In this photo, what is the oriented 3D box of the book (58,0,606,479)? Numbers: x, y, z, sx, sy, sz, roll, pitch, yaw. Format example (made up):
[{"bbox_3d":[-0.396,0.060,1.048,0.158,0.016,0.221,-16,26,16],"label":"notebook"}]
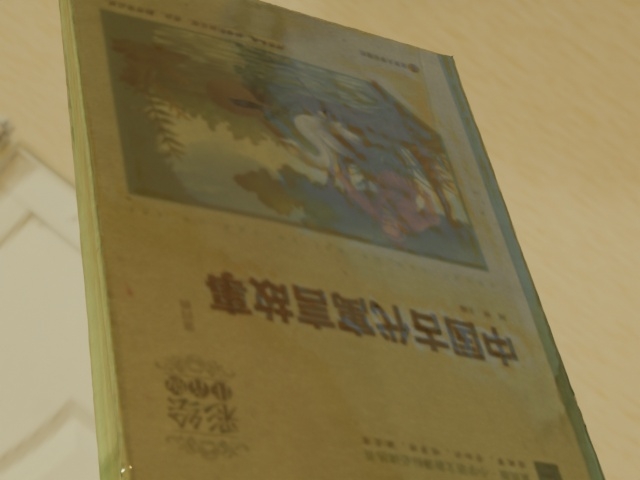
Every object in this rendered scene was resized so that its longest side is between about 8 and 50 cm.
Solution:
[{"bbox_3d":[0.000,0.000,0.575,0.215,0.282,0.025,10,-45,-29],"label":"book"}]
